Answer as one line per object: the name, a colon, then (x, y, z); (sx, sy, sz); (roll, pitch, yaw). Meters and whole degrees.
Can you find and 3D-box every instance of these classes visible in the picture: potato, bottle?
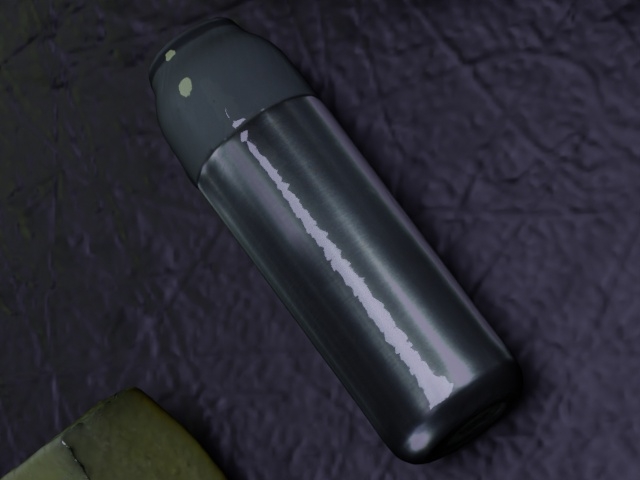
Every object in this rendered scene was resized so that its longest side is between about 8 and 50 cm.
potato: (-0.104, 0.165, 0.994); (0.120, 0.081, 0.149); (-34, 88, 43)
bottle: (0.000, 0.000, 0.970); (0.253, 0.079, 0.096); (53, 138, 17)
